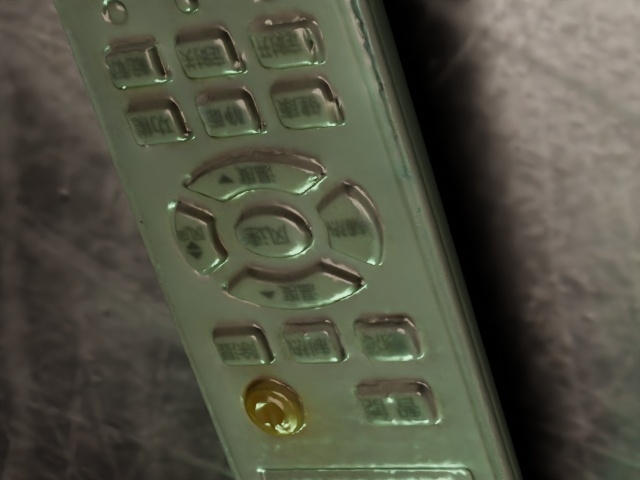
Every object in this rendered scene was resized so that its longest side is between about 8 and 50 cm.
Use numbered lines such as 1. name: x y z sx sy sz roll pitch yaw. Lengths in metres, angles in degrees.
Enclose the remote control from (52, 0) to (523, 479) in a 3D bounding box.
1. remote control: 0.000 0.000 0.644 0.109 0.055 0.313 -4 118 29
